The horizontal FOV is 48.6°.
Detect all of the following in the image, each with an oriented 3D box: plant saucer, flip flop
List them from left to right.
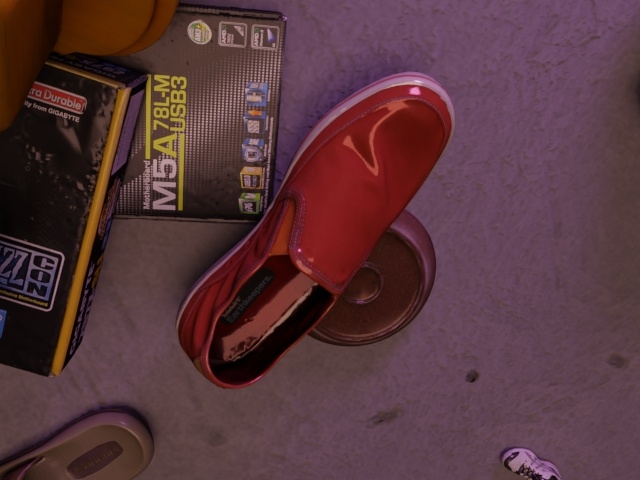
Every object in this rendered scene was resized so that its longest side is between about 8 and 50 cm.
[{"bbox_3d":[-0.292,0.277,0.729,0.277,0.080,0.112,-33,113,4],"label":"flip flop"},{"bbox_3d":[0.039,0.039,0.717,0.169,0.029,0.168,-3,111,-8],"label":"plant saucer"}]

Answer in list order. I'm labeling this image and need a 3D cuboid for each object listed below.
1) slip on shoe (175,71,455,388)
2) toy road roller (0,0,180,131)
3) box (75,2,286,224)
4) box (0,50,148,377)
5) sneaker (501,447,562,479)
[{"bbox_3d":[0.000,0.000,0.615,0.123,0.101,0.331,37,100,-31],"label":"slip on shoe"},{"bbox_3d":[-0.238,-0.218,0.420,0.330,0.240,0.202,21,152,-14],"label":"toy road roller"},{"bbox_3d":[-0.129,-0.110,0.620,0.184,0.045,0.190,2,111,-12],"label":"box"},{"bbox_3d":[-0.328,-0.056,0.565,0.322,0.079,0.257,18,110,-6],"label":"box"},{"bbox_3d":[0.255,0.274,0.843,0.083,0.037,0.031,22,108,-16],"label":"sneaker"}]
